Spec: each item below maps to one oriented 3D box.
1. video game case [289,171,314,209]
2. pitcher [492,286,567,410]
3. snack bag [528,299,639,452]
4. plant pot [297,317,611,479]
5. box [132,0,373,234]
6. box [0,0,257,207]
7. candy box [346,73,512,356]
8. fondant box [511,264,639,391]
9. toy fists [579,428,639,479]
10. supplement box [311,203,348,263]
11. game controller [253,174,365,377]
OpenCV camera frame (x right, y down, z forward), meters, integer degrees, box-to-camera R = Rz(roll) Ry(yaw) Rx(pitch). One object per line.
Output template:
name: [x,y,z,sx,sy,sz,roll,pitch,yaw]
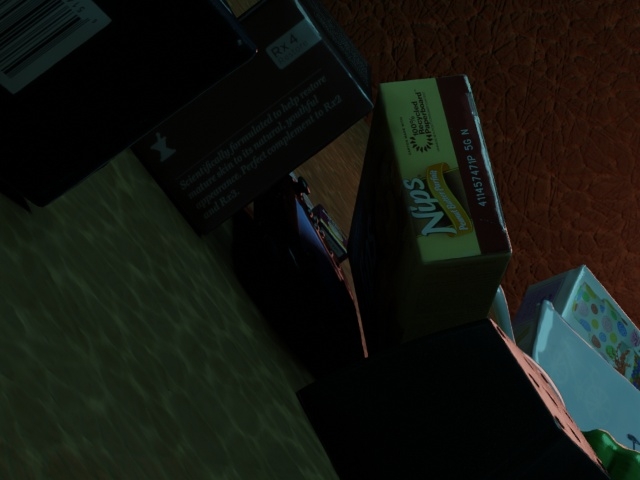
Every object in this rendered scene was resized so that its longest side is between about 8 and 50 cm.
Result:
video game case: [-0.047,-0.065,1.938,0.157,0.019,0.143,45,12,-50]
pitcher: [0.174,0.136,1.704,0.207,0.125,0.178,53,-36,16]
snack bag: [0.330,0.278,1.864,0.323,0.037,0.342,40,44,-23]
plant pot: [0.121,0.175,1.353,0.188,0.167,0.187,42,13,-50]
box: [-0.059,-0.142,1.575,0.143,0.191,0.381,53,8,-6]
box: [-0.225,-0.223,0.977,0.294,0.182,0.296,60,8,32]
candy box: [0.092,0.010,1.536,0.316,0.087,0.183,98,-17,-62]
fondant box: [0.347,0.231,2.013,0.330,0.096,0.238,49,45,-18]
toy fists: [0.196,0.212,1.541,0.279,0.096,0.142,20,-26,29]
supplement box: [0.000,0.000,1.842,0.055,0.043,0.083,50,8,-13]
game controller: [-0.010,0.028,1.585,0.166,0.067,0.319,52,9,-14]
